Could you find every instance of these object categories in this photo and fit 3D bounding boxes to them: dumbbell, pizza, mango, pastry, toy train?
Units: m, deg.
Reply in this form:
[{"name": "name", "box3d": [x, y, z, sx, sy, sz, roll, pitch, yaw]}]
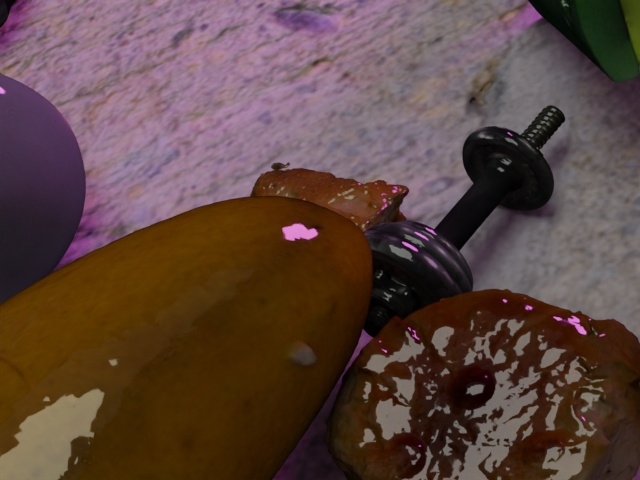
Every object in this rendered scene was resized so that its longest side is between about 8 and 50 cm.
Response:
[{"name": "dumbbell", "box3d": [0.109, -0.018, 1.189, 0.110, 0.110, 0.254, 17, 52, 37]}, {"name": "pizza", "box3d": [0.000, 0.000, 1.255, 0.161, 0.062, 0.182, -29, 38, 8]}, {"name": "mango", "box3d": [-0.148, 0.129, 1.058, 0.445, 0.220, 0.301, -42, 17, -3]}, {"name": "pastry", "box3d": [0.111, 0.130, 1.033, 0.229, 0.100, 0.218, -28, 50, 3]}, {"name": "toy train", "box3d": [0.262, -0.227, 1.242, 0.202, 0.120, 0.301, -21, 20, 2]}]

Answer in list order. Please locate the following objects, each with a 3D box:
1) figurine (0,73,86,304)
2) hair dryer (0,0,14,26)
[{"name": "figurine", "box3d": [-0.377, -0.017, 1.407, 0.382, 0.225, 0.205, -19, 61, 44]}, {"name": "hair dryer", "box3d": [-0.456, -0.246, 1.687, 0.302, 0.116, 0.244, 12, 52, 42]}]
